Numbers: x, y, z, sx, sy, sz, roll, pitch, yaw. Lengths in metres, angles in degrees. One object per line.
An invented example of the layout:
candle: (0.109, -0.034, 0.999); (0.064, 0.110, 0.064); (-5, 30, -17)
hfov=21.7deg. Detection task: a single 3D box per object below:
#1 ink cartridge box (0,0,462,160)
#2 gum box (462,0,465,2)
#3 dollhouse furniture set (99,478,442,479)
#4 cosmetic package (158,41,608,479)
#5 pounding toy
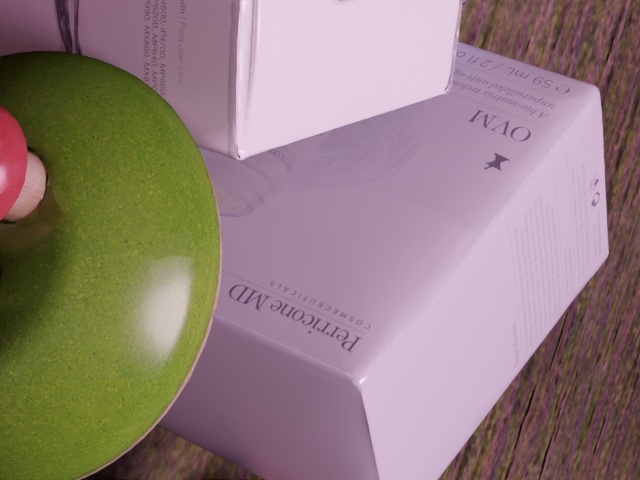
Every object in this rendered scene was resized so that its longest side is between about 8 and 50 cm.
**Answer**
ink cartridge box: (-0.064, -0.118, 0.768); (0.158, 0.218, 0.092); (-22, 121, -47)
gum box: (0.024, -0.205, 0.902); (0.157, 0.184, 0.041); (-40, 176, -38)
dollhouse furniture set: (-0.016, 0.239, 0.989); (0.374, 0.152, 0.201); (10, 77, -53)
cosmetic package: (0.000, 0.000, 0.888); (0.224, 0.224, 0.138); (-50, 146, -29)
pounding toy: (-0.164, -0.004, 0.659); (0.110, 0.237, 0.183); (23, 85, -62)
